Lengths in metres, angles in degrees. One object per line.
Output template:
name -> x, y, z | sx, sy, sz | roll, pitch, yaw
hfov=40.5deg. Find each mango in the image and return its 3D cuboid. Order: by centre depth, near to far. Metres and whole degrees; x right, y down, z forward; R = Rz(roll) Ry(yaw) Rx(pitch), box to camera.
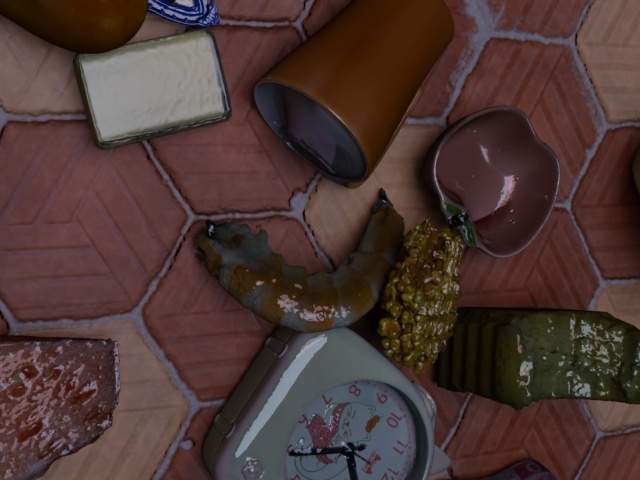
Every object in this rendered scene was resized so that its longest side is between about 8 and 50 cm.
mango -> -0.298, -0.293, 0.961 | 0.221, 0.152, 0.120 | 26, 50, -5

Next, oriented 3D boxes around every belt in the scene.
belt -> 0.251, 0.385, 1.310 | 0.231, 0.053, 0.071 | -11, 107, -21

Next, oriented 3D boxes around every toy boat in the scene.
toy boat -> -0.188, -0.313, 1.033 | 0.175, 0.110, 0.091 | 36, 84, -23

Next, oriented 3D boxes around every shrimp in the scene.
shrimp -> -0.001, 0.029, 1.124 | 0.286, 0.068, 0.185 | -17, 64, -18

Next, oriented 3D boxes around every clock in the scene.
clock -> 0.026, 0.278, 1.179 | 0.324, 0.108, 0.265 | 38, 79, -21

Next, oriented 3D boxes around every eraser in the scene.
eraser -> -0.205, -0.185, 1.065 | 0.172, 0.058, 0.117 | -17, 100, -20

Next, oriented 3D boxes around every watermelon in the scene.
watermelon -> -0.359, 0.185, 1.016 | 0.256, 0.139, 0.193 | -12, 95, -30

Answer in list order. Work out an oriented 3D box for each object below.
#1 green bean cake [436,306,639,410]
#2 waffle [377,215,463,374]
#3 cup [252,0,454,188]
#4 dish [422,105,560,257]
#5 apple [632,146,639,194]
green bean cake -> 0.307, 0.159, 1.217 | 0.236, 0.233, 0.124 | 3, 88, -23
waffle -> 0.137, 0.074, 1.149 | 0.193, 0.070, 0.197 | -68, 155, -21
cup -> 0.056, -0.199, 1.128 | 0.264, 0.182, 0.226 | -51, 144, -17
dish -> 0.228, -0.085, 1.234 | 0.213, 0.090, 0.214 | -2, 95, -24
apple -> 0.689, -0.054, 1.315 | 0.320, 0.360, 0.311 | -35, 149, 17
